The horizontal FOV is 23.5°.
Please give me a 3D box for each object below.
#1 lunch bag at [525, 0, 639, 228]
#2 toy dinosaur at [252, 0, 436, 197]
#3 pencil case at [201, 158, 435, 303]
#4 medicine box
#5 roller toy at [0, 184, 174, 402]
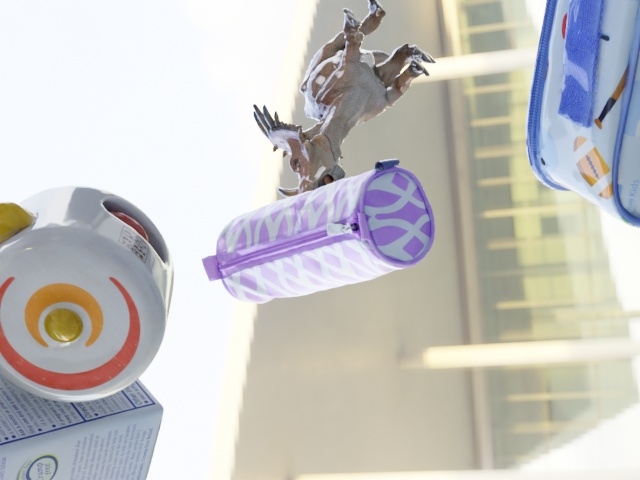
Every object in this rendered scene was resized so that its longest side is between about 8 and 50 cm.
[{"bbox_3d":[0.245,-0.163,0.958,0.243,0.115,0.303,-7,-65,-29],"label":"lunch bag"},{"bbox_3d":[0.017,-0.170,1.778,0.127,0.200,0.295,43,-160,-8],"label":"toy dinosaur"},{"bbox_3d":[0.000,0.000,1.245,0.088,0.206,0.086,-26,-85,-41],"label":"pencil case"},{"bbox_3d":[-0.362,0.181,1.627,0.289,0.263,0.149,-12,-48,-37],"label":"medicine box"},{"bbox_3d":[-0.243,0.053,1.514,0.146,0.191,0.209,-90,1,-65],"label":"roller toy"}]
